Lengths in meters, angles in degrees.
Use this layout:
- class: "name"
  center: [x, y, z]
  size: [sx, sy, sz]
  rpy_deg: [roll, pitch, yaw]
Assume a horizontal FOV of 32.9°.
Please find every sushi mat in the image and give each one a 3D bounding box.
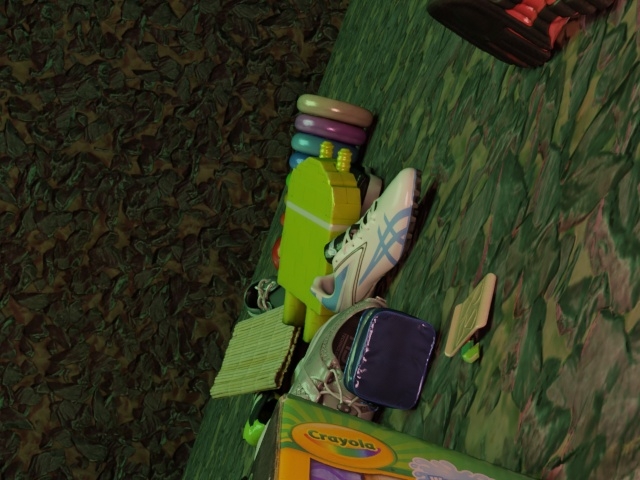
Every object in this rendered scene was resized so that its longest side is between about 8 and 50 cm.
- class: "sushi mat"
  center: [-0.107, 0.187, 1.826]
  size: [0.316, 0.019, 0.151]
  rpy_deg: [-26, 41, 63]

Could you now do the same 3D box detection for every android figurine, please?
- class: "android figurine"
  center: [0.000, 0.000, 1.511]
  size: [0.248, 0.056, 0.273]
  rpy_deg: [-152, 68, -64]

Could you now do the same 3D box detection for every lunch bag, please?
- class: "lunch bag"
  center: [0.063, 0.114, 1.025]
  size: [0.065, 0.067, 0.098]
  rpy_deg: [174, 115, -82]

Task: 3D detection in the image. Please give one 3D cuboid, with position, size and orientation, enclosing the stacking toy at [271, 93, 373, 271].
- class: "stacking toy"
  center: [-0.008, -0.090, 1.960]
  size: [0.141, 0.141, 0.330]
  rpy_deg: [-137, 60, -82]

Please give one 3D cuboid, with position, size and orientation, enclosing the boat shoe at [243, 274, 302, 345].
- class: "boat shoe"
  center: [-0.081, 0.118, 1.953]
  size: [0.319, 0.099, 0.116]
  rpy_deg: [-179, 112, -81]

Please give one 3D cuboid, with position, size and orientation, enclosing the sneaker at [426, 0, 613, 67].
- class: "sneaker"
  center: [0.201, -0.250, 0.947]
  size: [0.136, 0.116, 0.314]
  rpy_deg: [-61, 12, -12]

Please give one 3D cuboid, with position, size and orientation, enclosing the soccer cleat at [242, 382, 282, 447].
- class: "soccer cleat"
  center: [-0.084, 0.262, 1.791]
  size: [0.072, 0.060, 0.179]
  rpy_deg: [-44, 23, 36]

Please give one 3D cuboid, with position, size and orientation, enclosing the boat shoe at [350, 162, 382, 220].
- class: "boat shoe"
  center: [0.028, -0.082, 1.728]
  size: [0.302, 0.091, 0.114]
  rpy_deg: [176, 115, -82]

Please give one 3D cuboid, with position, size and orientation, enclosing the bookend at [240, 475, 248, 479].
- class: "bookend"
  center: [-0.113, 0.412, 1.405]
  size: [0.156, 0.072, 0.157]
  rpy_deg: [-43, -33, -20]

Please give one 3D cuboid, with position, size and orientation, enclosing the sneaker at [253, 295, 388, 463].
- class: "sneaker"
  center: [0.006, 0.174, 1.129]
  size: [0.115, 0.105, 0.281]
  rpy_deg: [120, 169, -52]

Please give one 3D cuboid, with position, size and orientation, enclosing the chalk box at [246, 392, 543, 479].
- class: "chalk box"
  center: [0.029, 0.215, 0.574]
  size: [0.289, 0.179, 0.180]
  rpy_deg: [-85, 16, -68]

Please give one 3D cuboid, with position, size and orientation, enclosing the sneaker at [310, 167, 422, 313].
- class: "sneaker"
  center: [0.056, 0.004, 1.313]
  size: [0.085, 0.086, 0.237]
  rpy_deg: [-76, 11, -51]

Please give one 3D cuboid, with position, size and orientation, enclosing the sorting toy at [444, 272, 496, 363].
- class: "sorting toy"
  center: [0.124, 0.073, 0.899]
  size: [0.062, 0.012, 0.083]
  rpy_deg: [-53, 14, 51]

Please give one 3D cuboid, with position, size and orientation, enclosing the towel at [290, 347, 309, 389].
- class: "towel"
  center: [-0.029, 0.212, 1.613]
  size: [0.152, 0.023, 0.113]
  rpy_deg: [119, 169, -52]
